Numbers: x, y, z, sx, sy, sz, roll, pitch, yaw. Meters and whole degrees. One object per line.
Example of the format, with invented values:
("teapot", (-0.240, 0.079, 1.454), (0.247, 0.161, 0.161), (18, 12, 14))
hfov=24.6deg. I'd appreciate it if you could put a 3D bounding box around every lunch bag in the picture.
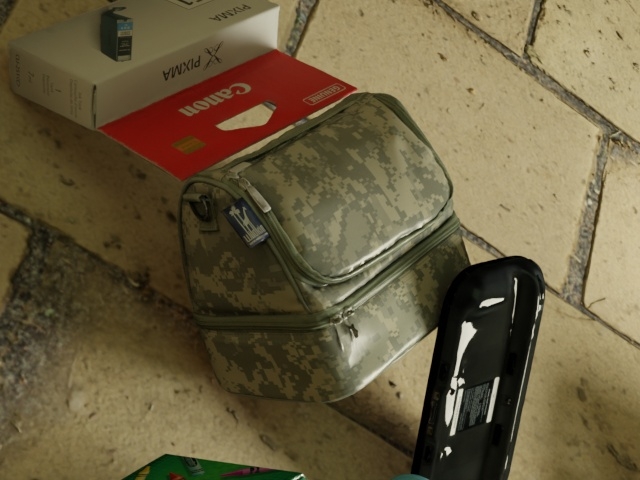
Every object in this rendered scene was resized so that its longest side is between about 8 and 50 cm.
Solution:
("lunch bag", (0.000, 0.000, 1.564), (0.305, 0.213, 0.256), (-33, 111, -42))

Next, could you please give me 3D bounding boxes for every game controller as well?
("game controller", (0.170, 0.173, 1.625), (0.166, 0.067, 0.319), (-5, 110, -41))

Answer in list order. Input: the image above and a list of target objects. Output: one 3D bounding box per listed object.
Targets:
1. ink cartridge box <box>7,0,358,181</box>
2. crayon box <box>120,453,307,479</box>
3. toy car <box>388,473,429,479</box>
("ink cartridge box", (-0.145, -0.192, 1.615), (0.261, 0.066, 0.296), (27, 39, 30))
("crayon box", (-0.080, 0.342, 1.324), (0.081, 0.165, 0.278), (-25, 111, -51))
("toy car", (-0.024, 0.334, 1.436), (0.238, 0.219, 0.210), (11, 60, -13))
